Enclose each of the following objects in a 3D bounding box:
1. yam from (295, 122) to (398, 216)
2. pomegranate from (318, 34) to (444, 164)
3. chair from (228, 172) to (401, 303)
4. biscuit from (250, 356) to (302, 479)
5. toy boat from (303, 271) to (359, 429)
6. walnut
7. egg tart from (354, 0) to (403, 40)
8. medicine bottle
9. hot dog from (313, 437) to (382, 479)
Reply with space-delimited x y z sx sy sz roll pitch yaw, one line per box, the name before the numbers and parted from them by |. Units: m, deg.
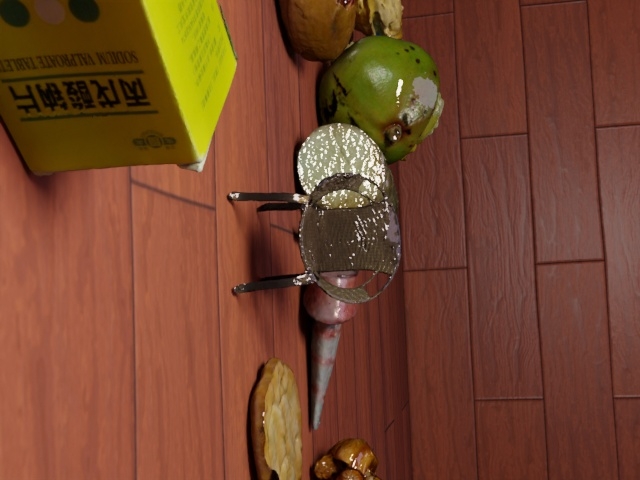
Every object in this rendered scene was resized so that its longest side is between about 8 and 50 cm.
yam | 0.056 -0.095 1.536 0.304 0.167 0.168 54 35 -74
pomegranate | 0.106 -0.303 1.689 0.341 0.260 0.261 54 -15 44
chair | 0.000 0.000 1.095 0.149 0.213 0.174 23 63 -84
biscuit | -0.059 0.293 1.151 0.203 0.041 0.260 -50 137 -78
toy boat | 0.010 0.183 1.448 0.206 0.096 0.282 -119 -147 -82
walnut | -0.006 -0.388 1.385 0.245 0.137 0.137 86 6 -59
egg tart | 0.094 -0.615 1.853 0.388 0.168 0.388 -6 90 -82
medicine bottle | -0.154 -0.176 0.536 0.141 0.137 0.250 -83 165 -46
hot dog | 0.064 0.452 1.521 0.158 0.117 0.349 61 -3 16
